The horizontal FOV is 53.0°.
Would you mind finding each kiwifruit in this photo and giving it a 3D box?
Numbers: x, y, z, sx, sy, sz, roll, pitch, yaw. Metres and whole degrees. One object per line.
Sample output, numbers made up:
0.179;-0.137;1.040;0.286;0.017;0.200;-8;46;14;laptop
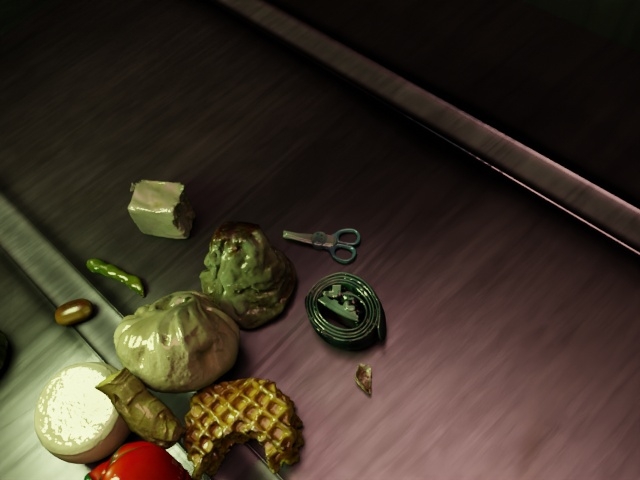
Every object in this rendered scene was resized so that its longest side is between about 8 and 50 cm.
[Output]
-0.793;0.230;2.062;0.124;0.075;0.075;-20;58;2;kiwifruit

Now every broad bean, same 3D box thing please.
-0.676;0.114;2.127;0.256;0.052;0.053;24;107;18;broad bean

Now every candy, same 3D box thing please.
-0.533;-0.106;2.157;0.195;0.185;0.137;7;56;13;candy

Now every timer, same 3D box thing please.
-0.481;0.689;1.566;0.378;0.378;0.279;-40;98;-15;timer

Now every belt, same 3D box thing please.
0.082;0.219;1.904;0.267;0.116;0.206;38;74;29;belt

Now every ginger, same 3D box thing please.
-0.476;0.450;1.703;0.109;0.116;0.263;-45;94;-8;ginger

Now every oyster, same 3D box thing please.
0.122;0.397;1.839;0.051;0.034;0.093;12;49;-3;oyster

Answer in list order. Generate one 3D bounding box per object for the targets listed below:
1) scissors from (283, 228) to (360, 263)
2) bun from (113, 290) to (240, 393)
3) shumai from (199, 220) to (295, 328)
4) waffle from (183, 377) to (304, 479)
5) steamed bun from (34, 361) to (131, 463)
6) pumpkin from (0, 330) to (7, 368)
0.000;0.000;2.096;0.255;0.030;0.125;11;60;13;scissors
-0.407;0.268;1.832;0.359;0.211;0.360;-5;25;2;bun
-0.242;0.082;1.951;0.309;0.263;0.304;-5;57;6;shumai
-0.213;0.514;1.758;0.323;0.151;0.261;-6;62;4;waffle
-0.649;0.490;1.819;0.282;0.177;0.283;-5;62;10;steamed bun
-1.094;0.354;1.983;0.237;0.159;0.238;-7;57;11;pumpkin
